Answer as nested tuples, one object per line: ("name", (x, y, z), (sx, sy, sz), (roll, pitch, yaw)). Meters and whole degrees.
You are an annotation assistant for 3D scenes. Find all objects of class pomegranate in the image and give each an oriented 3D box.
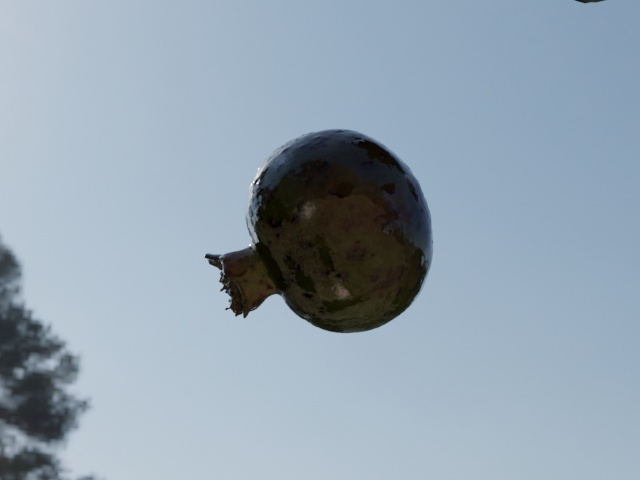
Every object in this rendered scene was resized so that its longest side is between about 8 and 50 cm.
("pomegranate", (0.007, -0.004, 0.828), (0.130, 0.130, 0.130), (5, -20, 2))

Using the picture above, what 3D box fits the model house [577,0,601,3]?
("model house", (0.204, -0.380, 0.949), (0.252, 0.295, 0.329), (-28, -25, -10))
